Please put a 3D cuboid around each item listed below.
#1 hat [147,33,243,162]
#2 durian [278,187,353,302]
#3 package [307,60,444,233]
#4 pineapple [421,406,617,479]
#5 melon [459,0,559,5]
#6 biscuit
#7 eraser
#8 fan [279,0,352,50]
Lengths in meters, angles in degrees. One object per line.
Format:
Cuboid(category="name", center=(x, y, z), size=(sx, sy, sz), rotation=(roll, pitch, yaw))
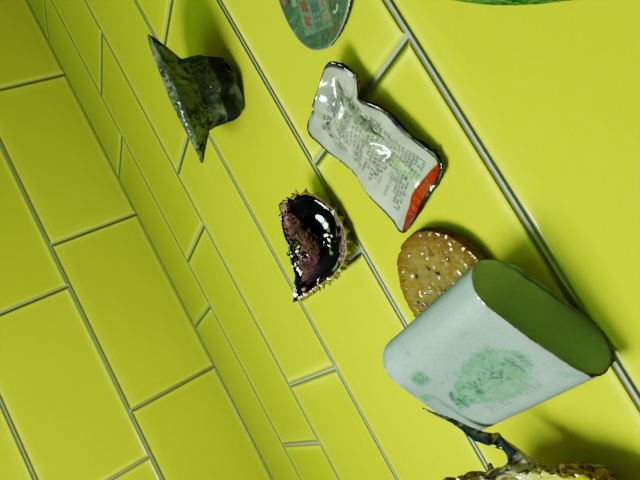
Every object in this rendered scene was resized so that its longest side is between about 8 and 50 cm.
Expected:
Cuboid(category="hat", center=(-0.220, -0.279, 1.052), size=(0.265, 0.128, 0.265), rotation=(159, 90, -77))
Cuboid(category="durian", center=(-0.001, 0.000, 0.960), size=(0.108, 0.119, 0.187), rotation=(-37, -63, -80))
Cuboid(category="package", center=(0.068, -0.132, 0.775), size=(0.232, 0.040, 0.166), rotation=(46, 151, 17))
Cuboid(category="pineapple", center=(0.287, 0.318, 0.665), size=(0.334, 0.161, 0.158), rotation=(13, 96, 35))
Cuboid(category="melon", center=(0.122, -0.291, 0.386), size=(0.343, 0.226, 0.331), rotation=(43, -177, 36))
Cuboid(category="biscuit", center=(0.176, 0.068, 0.751), size=(0.188, 0.027, 0.188), rotation=(37, 140, 39))
Cuboid(category="eraser", center=(0.195, 0.135, 0.664), size=(0.174, 0.081, 0.227), rotation=(37, 141, 4))
Cuboid(category="fan", center=(-0.006, -0.393, 0.716), size=(0.223, 0.012, 0.294), rotation=(62, 152, 8))
